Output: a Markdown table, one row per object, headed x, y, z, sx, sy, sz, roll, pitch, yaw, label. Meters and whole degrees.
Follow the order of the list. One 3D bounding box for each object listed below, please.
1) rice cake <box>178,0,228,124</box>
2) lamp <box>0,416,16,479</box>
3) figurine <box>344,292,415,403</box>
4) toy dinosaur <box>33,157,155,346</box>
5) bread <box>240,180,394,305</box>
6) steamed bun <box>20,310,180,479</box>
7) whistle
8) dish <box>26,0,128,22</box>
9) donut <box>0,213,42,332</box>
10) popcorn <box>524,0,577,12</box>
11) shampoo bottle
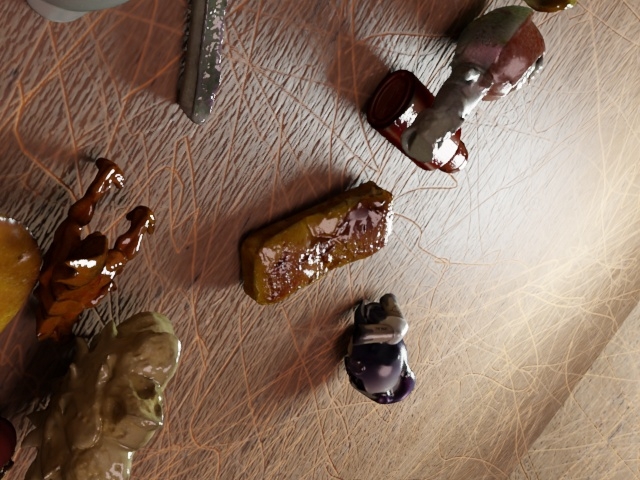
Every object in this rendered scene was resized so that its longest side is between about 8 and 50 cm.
| x | y | z | sx | sy | sz | roll | pitch | yaw | label |
| --- | --- | --- | --- | --- | --- | --- | --- | --- | --- |
| -0.138 | -0.230 | 1.097 | 0.036 | 0.047 | 0.207 | -7 | 129 | -26 | rice cake |
| -0.441 | 0.273 | 1.214 | 0.101 | 0.090 | 0.101 | -47 | -172 | 9 | lamp |
| 0.118 | 0.217 | 1.776 | 0.145 | 0.145 | 0.222 | -27 | 140 | -31 | figurine |
| -0.266 | 0.007 | 1.073 | 0.208 | 0.097 | 0.432 | -62 | -176 | -25 | toy dinosaur |
| -0.001 | -0.001 | 1.464 | 0.271 | 0.077 | 0.139 | -24 | 137 | -29 | bread |
| -0.294 | 0.214 | 1.223 | 0.292 | 0.137 | 0.295 | -64 | -166 | -15 | steamed bun |
| 0.238 | -0.243 | 1.410 | 0.134 | 0.142 | 0.346 | 49 | 59 | -15 | whistle |
| -0.197 | -0.305 | 0.919 | 0.246 | 0.078 | 0.224 | -5 | 126 | -48 | dish |
| -0.433 | 0.057 | 0.934 | 0.303 | 0.110 | 0.303 | -40 | 163 | -15 | donut |
| 0.319 | -0.427 | 1.314 | 0.169 | 0.189 | 0.218 | -52 | 142 | -8 | popcorn |
| 0.164 | -0.176 | 1.489 | 0.102 | 0.064 | 0.260 | -57 | 148 | 2 | shampoo bottle |
